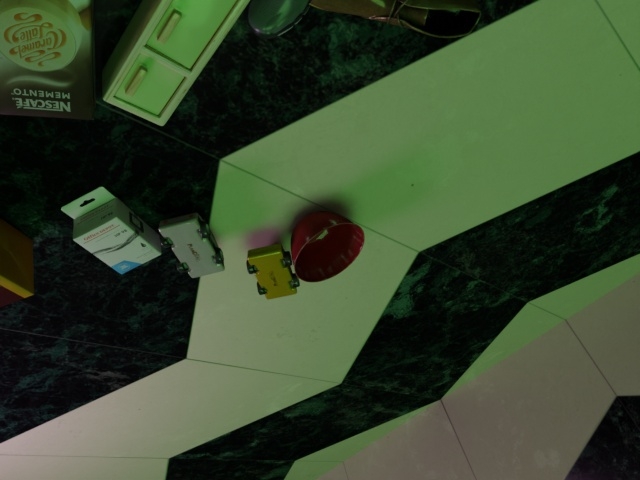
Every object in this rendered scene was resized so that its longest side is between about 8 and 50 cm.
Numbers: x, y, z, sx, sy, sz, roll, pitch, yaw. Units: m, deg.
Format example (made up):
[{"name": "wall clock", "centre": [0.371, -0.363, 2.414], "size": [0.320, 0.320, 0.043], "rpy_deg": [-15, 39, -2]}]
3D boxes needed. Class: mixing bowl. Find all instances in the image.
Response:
[{"name": "mixing bowl", "centre": [0.000, 0.000, 1.206], "size": [0.181, 0.098, 0.181], "rpy_deg": [-21, 141, -19]}]

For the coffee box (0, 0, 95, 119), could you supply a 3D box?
[{"name": "coffee box", "centre": [-0.380, -0.296, 0.706], "size": [0.141, 0.098, 0.247], "rpy_deg": [-1, 138, -22]}]

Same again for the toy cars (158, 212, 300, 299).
[{"name": "toy cars", "centre": [-0.194, 0.027, 1.183], "size": [0.393, 0.087, 0.176], "rpy_deg": [22, 132, -35]}]

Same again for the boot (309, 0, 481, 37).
[{"name": "boot", "centre": [0.113, -0.381, 0.809], "size": [0.305, 0.115, 0.112], "rpy_deg": [-2, 141, -18]}]

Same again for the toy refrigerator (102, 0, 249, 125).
[{"name": "toy refrigerator", "centre": [-0.214, -0.306, 0.771], "size": [0.102, 0.094, 0.269], "rpy_deg": [21, 127, -40]}]

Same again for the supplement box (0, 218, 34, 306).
[{"name": "supplement box", "centre": [-0.665, 0.043, 0.938], "size": [0.194, 0.129, 0.191], "rpy_deg": [-21, 150, 1]}]

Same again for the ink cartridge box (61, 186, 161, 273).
[{"name": "ink cartridge box", "centre": [-0.418, -0.016, 1.050], "size": [0.104, 0.060, 0.180], "rpy_deg": [-26, 141, 8]}]

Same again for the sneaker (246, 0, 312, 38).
[{"name": "sneaker", "centre": [-0.028, -0.383, 0.708], "size": [0.224, 0.083, 0.098], "rpy_deg": [-52, 180, 0]}]
